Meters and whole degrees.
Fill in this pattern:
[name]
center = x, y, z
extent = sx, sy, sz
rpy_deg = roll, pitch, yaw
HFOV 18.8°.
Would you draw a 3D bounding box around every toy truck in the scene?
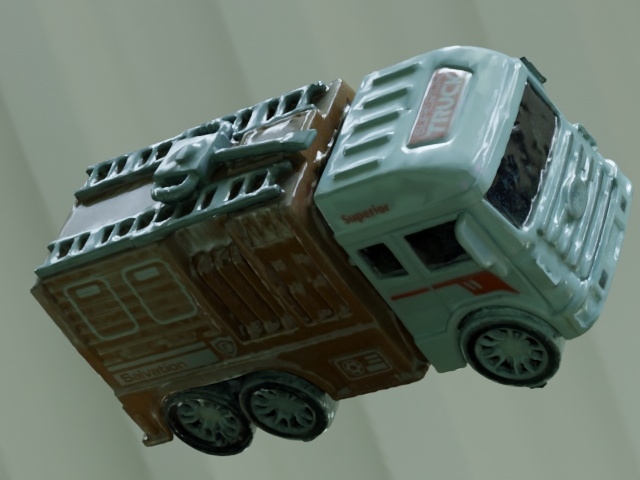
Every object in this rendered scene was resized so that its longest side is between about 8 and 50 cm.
[toy truck]
center = 0.000, 0.000, 1.032
extent = 0.305, 0.136, 0.162
rpy_deg = -17, -54, 35
